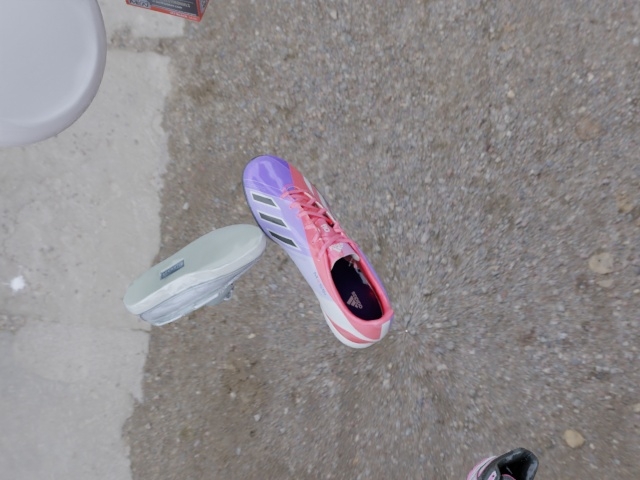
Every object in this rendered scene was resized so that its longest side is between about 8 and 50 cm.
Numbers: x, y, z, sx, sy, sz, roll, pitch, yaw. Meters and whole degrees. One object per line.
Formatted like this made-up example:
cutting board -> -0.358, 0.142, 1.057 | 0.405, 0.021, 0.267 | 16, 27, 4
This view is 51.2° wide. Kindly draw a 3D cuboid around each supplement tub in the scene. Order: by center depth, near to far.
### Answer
supplement tub -> -0.358, -0.199, 0.650 | 0.272, 0.191, 0.191 | 15, 84, 38

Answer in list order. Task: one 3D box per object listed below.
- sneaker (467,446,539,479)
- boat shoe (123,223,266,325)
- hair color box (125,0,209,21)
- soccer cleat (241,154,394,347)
sneaker -> 0.169, 0.271, 0.684 | 0.072, 0.178, 0.077 | 39, 132, 9
boat shoe -> -0.164, 0.053, 0.934 | 0.227, 0.081, 0.079 | -26, 42, 14
hair color box -> -0.158, -0.343, 0.772 | 0.093, 0.053, 0.167 | 15, 68, 3
soccer cleat -> 0.000, 0.000, 0.927 | 0.108, 0.116, 0.318 | -29, 80, -19
